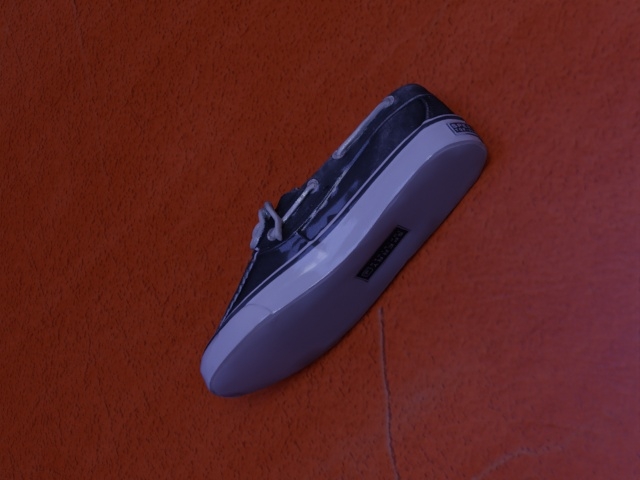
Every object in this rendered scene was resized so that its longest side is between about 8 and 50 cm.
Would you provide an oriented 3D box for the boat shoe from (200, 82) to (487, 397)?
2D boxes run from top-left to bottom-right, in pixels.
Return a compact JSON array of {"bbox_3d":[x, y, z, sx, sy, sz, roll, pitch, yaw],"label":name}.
[{"bbox_3d":[-0.002,-0.001,0.831,0.306,0.113,0.105,-50,55,16],"label":"boat shoe"}]
